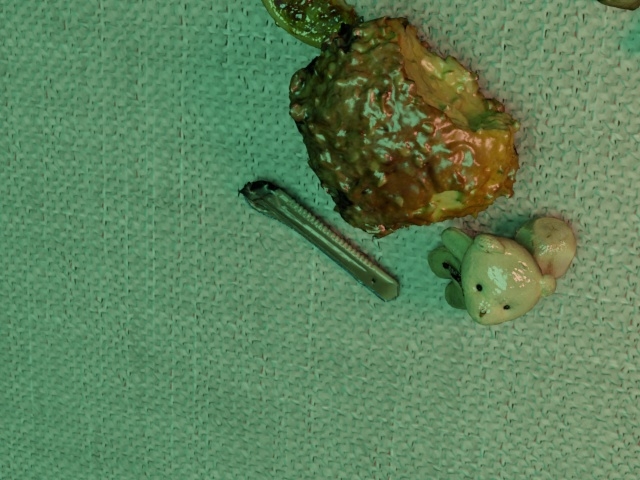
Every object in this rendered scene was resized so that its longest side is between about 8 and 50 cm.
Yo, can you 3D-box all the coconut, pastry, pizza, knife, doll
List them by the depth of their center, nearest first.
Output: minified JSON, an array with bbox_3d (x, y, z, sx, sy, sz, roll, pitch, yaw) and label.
[{"bbox_3d":[0.128,-0.176,1.963,0.405,0.292,0.337,38,125,-8],"label":"pastry"},{"bbox_3d":[0.271,0.076,2.018,0.175,0.278,0.149,31,76,-16],"label":"doll"},{"bbox_3d":[0.387,0.022,2.022,0.110,0.110,0.124,25,135,11],"label":"coconut"},{"bbox_3d":[-0.027,-0.417,2.060,0.127,0.058,0.246,-41,92,25],"label":"pizza"},{"bbox_3d":[0.003,-0.004,2.193,0.365,0.043,0.089,36,148,3],"label":"knife"}]

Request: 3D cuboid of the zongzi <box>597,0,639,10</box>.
[{"bbox_3d":[0.552,-0.449,1.734,0.300,0.145,0.274,50,129,47],"label":"zongzi"}]
